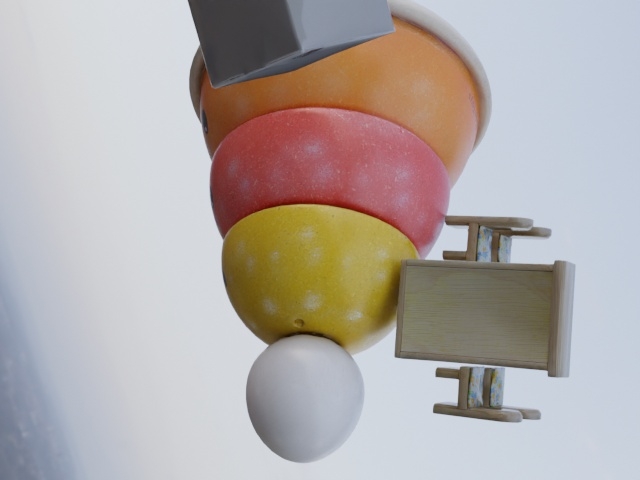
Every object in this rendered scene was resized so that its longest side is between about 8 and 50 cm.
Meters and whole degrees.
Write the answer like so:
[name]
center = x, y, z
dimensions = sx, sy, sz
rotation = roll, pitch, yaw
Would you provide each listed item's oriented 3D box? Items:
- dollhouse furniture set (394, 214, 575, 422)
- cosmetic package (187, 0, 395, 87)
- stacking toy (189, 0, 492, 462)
[dollhouse furniture set]
center = 0.200, 0.082, 1.106
dimensions = 0.242, 0.161, 0.212
rotation = 13, 80, -63
[cosmetic package]
center = -0.045, -0.244, 0.792
dimensions = 0.127, 0.107, 0.238
rotation = -6, -76, 52
[stacking toy]
center = 0.000, 0.000, 1.131
dimensions = 0.350, 0.350, 0.480
rotation = 98, 0, -56
